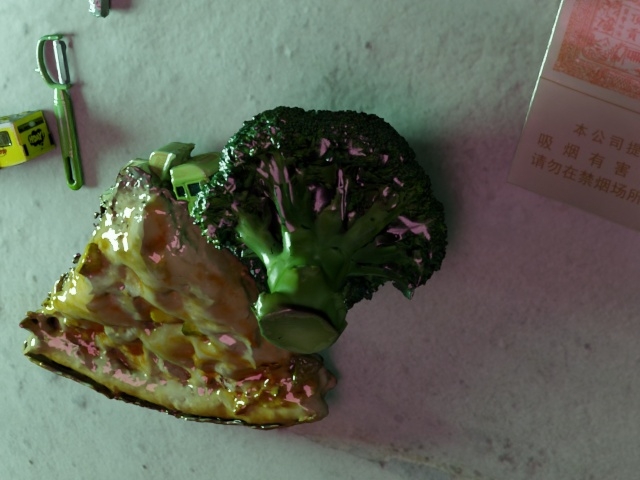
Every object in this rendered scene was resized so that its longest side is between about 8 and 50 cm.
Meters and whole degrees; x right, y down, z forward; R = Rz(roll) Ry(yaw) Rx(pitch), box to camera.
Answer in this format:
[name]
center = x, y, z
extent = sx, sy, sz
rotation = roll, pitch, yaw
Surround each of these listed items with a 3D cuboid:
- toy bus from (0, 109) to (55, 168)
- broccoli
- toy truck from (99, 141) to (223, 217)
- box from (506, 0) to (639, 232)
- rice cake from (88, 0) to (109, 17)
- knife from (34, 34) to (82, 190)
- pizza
[toy bus]
center = -0.470, -0.119, 1.811
extent = 0.226, 0.081, 0.074
rotation = -7, 108, 28
[broccoli]
center = 0.000, 0.000, 1.521
extent = 0.297, 0.297, 0.298
rotation = 5, 142, 4
[toy truck]
center = -0.192, -0.062, 1.701
extent = 0.191, 0.085, 0.116
rotation = -10, 105, 31
[box]
center = 0.339, -0.189, 1.400
extent = 0.204, 0.051, 0.365
rotation = 22, 120, 16
[rice cake]
center = -0.272, -0.333, 1.654
extent = 0.022, 0.021, 0.121
rotation = 19, 120, 29
[knife]
center = -0.344, -0.166, 1.768
extent = 0.054, 0.015, 0.212
rotation = 4, 114, 25
[pizza]
center = -0.169, 0.132, 1.737
extent = 0.392, 0.080, 0.435
rotation = 34, 141, -8
